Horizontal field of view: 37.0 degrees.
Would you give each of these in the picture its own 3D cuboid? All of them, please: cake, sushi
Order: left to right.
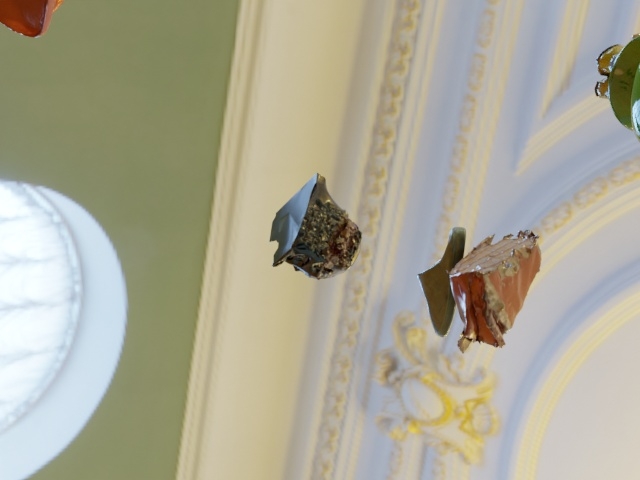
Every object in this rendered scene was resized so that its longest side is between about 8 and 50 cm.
[{"bbox_3d":[0.000,0.000,1.931,0.153,0.150,0.172,-42,-153,35],"label":"sushi"},{"bbox_3d":[0.286,0.052,1.571,0.098,0.287,0.135,-9,-59,35],"label":"cake"}]

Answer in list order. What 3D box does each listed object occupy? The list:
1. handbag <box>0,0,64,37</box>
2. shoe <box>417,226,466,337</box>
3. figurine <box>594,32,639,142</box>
[{"bbox_3d":[-0.484,-0.436,1.154,0.303,0.410,0.116,-36,-151,63],"label":"handbag"},{"bbox_3d":[0.208,0.068,1.674,0.078,0.079,0.195,12,-84,10],"label":"shoe"},{"bbox_3d":[0.443,-0.186,1.212,0.263,0.143,0.162,-136,-135,-61],"label":"figurine"}]
